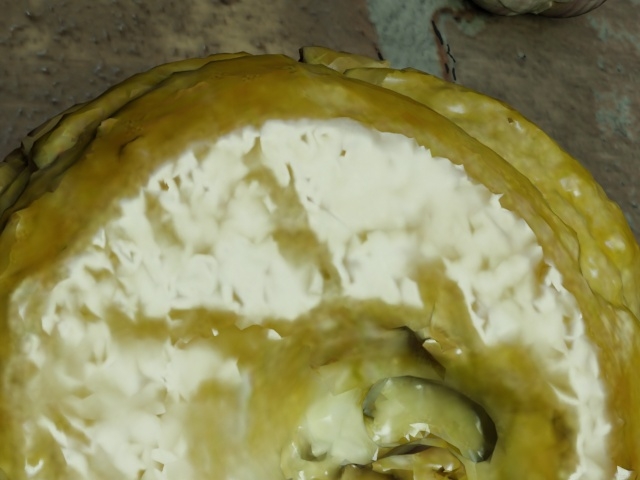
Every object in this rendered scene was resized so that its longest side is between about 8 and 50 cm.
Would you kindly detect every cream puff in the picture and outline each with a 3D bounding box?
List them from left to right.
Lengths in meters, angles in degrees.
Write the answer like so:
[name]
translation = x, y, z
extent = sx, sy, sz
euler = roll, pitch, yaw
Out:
[cream puff]
translation = -0.023, 0.083, 0.757
extent = 0.327, 0.231, 0.343
euler = 29, 82, -14

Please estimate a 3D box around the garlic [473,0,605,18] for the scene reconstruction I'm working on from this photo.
[garlic]
translation = 0.134, -0.206, 1.090
extent = 0.159, 0.102, 0.147
euler = -20, 79, -37
